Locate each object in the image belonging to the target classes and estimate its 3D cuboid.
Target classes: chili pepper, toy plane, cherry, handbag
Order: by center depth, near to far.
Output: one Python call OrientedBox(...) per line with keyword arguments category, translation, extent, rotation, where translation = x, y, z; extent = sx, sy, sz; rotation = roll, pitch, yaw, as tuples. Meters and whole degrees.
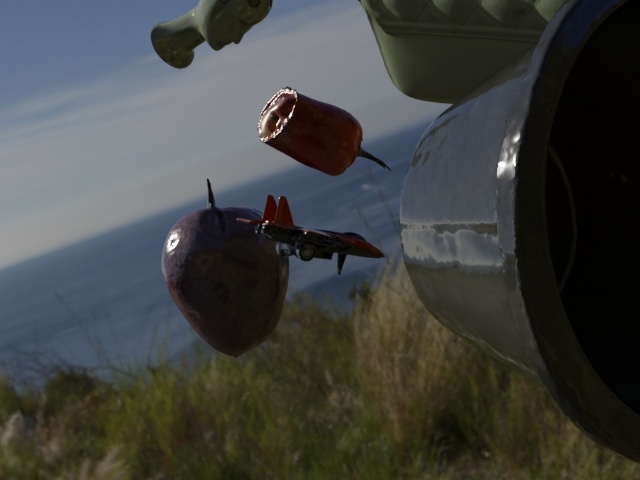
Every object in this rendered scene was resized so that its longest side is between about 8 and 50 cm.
OrientedBox(category="handbag", translation=(0.140, -0.196, 0.758), extent=(0.256, 0.219, 0.079), rotation=(12, 64, 32))
OrientedBox(category="toy plane", translation=(-0.001, 0.003, 1.120), extent=(0.189, 0.061, 0.130), rotation=(25, -9, -30))
OrientedBox(category="chili pepper", translation=(0.016, -0.132, 1.250), extent=(0.192, 0.084, 0.086), rotation=(24, -16, -20))
OrientedBox(category="cherry", translation=(-0.138, 0.041, 1.401), extent=(0.184, 0.266, 0.213), rotation=(-6, 3, 20))

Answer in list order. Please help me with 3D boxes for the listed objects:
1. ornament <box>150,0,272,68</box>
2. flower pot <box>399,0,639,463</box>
OrientedBox(category="ornament", translation=(-0.120, -0.256, 1.084), extent=(0.156, 0.081, 0.075), rotation=(-23, -6, 35))
OrientedBox(category="flower pot", translation=(0.153, -0.012, 0.545), extent=(0.269, 0.269, 0.166), rotation=(-22, 9, -33))
